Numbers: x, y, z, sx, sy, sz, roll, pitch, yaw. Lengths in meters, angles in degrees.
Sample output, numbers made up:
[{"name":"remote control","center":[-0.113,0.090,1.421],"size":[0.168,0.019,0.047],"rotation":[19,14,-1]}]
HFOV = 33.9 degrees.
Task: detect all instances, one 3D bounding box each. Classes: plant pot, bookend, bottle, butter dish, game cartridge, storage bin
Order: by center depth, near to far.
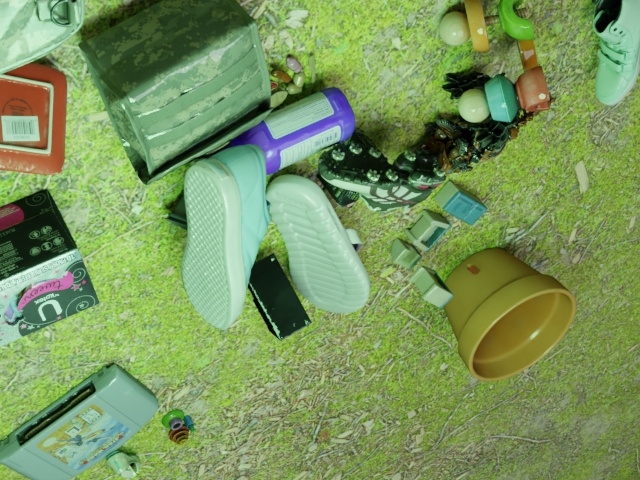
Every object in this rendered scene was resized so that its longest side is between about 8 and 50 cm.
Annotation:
[{"name":"butter dish","center":[-0.456,-0.173,1.501],"size":[0.160,0.118,0.159],"rotation":[5,83,-42]},{"name":"bottle","center":[-0.082,-0.167,1.791],"size":[0.283,0.092,0.118],"rotation":[-25,171,-13]},{"name":"storage bin","center":[-0.197,-0.050,1.852],"size":[0.135,0.098,0.091],"rotation":[33,79,-50]},{"name":"bookend","center":[-0.097,0.107,2.082],"size":[0.072,0.156,0.157],"rotation":[-30,-174,-9]},{"name":"game cartridge","center":[-0.479,0.380,2.111],"size":[0.297,0.062,0.198],"rotation":[-36,138,0]},{"name":"plant pot","center":[0.412,0.156,2.434],"size":[0.291,0.203,0.290],"rotation":[-22,140,-19]}]

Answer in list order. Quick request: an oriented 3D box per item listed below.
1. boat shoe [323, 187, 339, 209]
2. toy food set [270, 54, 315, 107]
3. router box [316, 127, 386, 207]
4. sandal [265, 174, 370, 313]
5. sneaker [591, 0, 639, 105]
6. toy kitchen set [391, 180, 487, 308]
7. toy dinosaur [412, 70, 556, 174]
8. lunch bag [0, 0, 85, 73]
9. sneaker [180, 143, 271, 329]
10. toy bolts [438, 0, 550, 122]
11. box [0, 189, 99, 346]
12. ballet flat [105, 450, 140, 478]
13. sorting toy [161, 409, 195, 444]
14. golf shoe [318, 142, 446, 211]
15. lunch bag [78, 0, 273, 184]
[{"name":"boat shoe","center":[0.063,-0.106,2.014],"size":[0.153,0.048,0.056],"rotation":[-41,142,6]},{"name":"toy food set","center":[-0.062,-0.269,1.759],"size":[0.122,0.019,0.078],"rotation":[-31,140,-27]},{"name":"router box","center":[0.056,-0.134,1.944],"size":[0.038,0.092,0.122],"rotation":[14,121,-44]},{"name":"sandal","center":[0.014,0.003,2.043],"size":[0.416,0.169,0.102],"rotation":[71,36,-51]},{"name":"sneaker","center":[0.566,-0.384,2.069],"size":[0.151,0.094,0.255],"rotation":[-11,127,-37]},{"name":"toy kitchen set","center":[0.278,0.016,2.212],"size":[0.207,0.166,0.122],"rotation":[-49,141,16]},{"name":"toy dinosaur","center":[0.301,-0.218,2.041],"size":[0.322,0.164,0.218],"rotation":[-46,160,-17]},{"name":"lunch bag","center":[-0.425,-0.330,1.204],"size":[0.256,0.305,0.212],"rotation":[-12,139,-23]},{"name":"sneaker","center":[-0.137,-0.002,1.747],"size":[0.150,0.135,0.366],"rotation":[-33,149,-34]},{"name":"toy bolts","center":[0.311,-0.313,1.889],"size":[0.159,0.228,0.218],"rotation":[-13,166,11]},{"name":"box","center":[-0.502,0.060,1.661],"size":[0.247,0.163,0.142],"rotation":[-25,140,-14]},{"name":"ballet flat","center":[-0.413,0.484,2.226],"size":[0.057,0.052,0.168],"rotation":[-36,163,-3]},{"name":"sorting toy","center":[-0.304,0.411,2.284],"size":[0.061,0.042,0.102],"rotation":[-26,141,-13]},{"name":"golf shoe","center":[0.100,-0.098,1.860],"size":[0.273,0.105,0.120],"rotation":[3,135,-38]},{"name":"lunch bag","center":[-0.203,-0.217,1.603],"size":[0.235,0.169,0.287],"rotation":[-32,151,-12]}]
